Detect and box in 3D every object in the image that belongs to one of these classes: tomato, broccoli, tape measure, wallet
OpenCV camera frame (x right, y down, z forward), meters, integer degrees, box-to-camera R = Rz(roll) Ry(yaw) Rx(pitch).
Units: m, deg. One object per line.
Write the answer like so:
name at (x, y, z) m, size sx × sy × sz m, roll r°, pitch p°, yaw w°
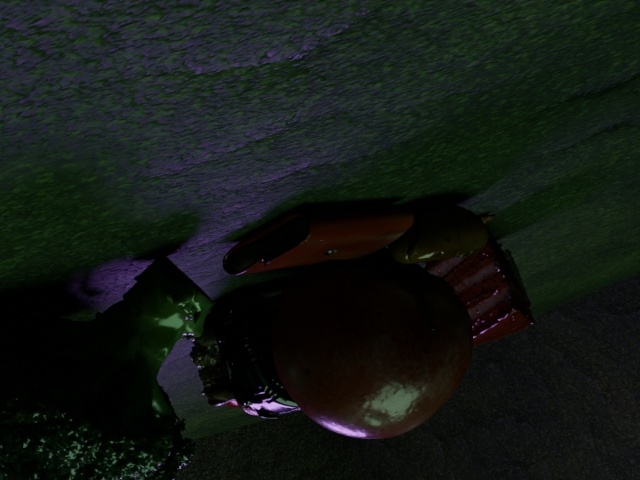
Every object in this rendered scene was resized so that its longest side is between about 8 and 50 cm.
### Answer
tomato at (0.060, 0.136, 1.659) m, size 0.265 × 0.265 × 0.265 m, roll -18°, pitch 169°, yaw -4°
broccoli at (-0.236, 0.155, 1.402) m, size 0.297 × 0.297 × 0.297 m, roll -46°, pitch 168°, yaw 1°
tape measure at (-0.049, 0.155, 1.803) m, size 0.199 × 0.186 × 0.112 m, roll -11°, pitch 174°, yaw -35°
wallet at (0.000, 0.000, 1.483) m, size 0.142 × 0.045 × 0.204 m, roll -27°, pitch 167°, yaw 37°

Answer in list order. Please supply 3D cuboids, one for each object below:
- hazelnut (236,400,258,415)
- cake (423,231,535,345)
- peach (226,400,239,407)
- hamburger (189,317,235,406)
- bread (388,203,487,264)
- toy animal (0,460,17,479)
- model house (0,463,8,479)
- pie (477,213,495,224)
hazelnut at (-0.091, 0.234, 2.220) m, size 0.150 × 0.150 × 0.150 m, roll -18°, pitch 169°, yaw -4°
cake at (0.235, 0.080, 2.004) m, size 0.159 × 0.158 × 0.262 m, roll -22°, pitch 167°, yaw 11°
peach at (-0.156, 0.283, 2.518) m, size 0.100 × 0.101 × 0.101 m, roll -18°, pitch 169°, yaw -4°
hamburger at (-0.122, 0.169, 1.931) m, size 0.159 × 0.131 × 0.185 m, roll -22°, pitch 180°, yaw -36°
bread at (0.149, -0.008, 1.627) m, size 0.114 × 0.077 × 0.189 m, roll -2°, pitch 179°, yaw 26°
toy animal at (-0.338, 0.230, 1.671) m, size 0.191 × 0.216 × 0.338 m, roll -45°, pitch 173°, yaw -4°
model house at (-0.471, 0.309, 2.015) m, size 0.148 × 0.148 × 0.119 m, roll -30°, pitch 167°, yaw -12°
pie at (0.168, -0.001, 1.811) m, size 0.170 × 0.034 × 0.092 m, roll -18°, pitch 169°, yaw -40°
